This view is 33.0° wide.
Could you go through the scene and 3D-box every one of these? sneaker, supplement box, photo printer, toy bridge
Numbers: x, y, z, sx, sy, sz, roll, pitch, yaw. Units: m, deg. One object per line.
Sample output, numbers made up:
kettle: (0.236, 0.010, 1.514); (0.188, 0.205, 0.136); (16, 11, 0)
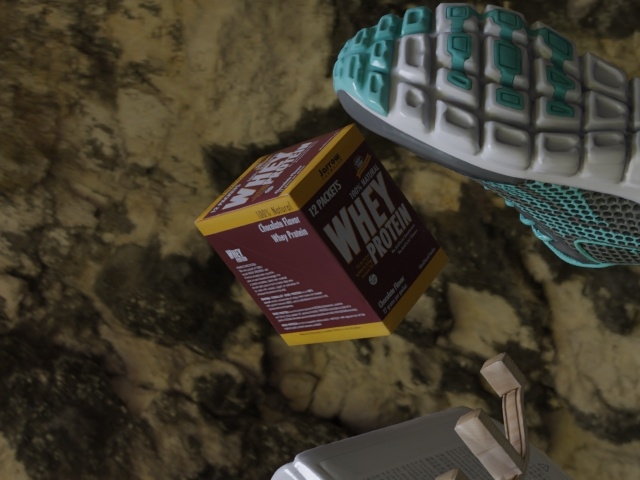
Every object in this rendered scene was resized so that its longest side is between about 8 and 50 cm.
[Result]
sneaker: (0.081, -0.022, 0.355); (0.166, 0.076, 0.065); (18, -127, 1)
supplement box: (0.000, 0.000, 1.221); (0.194, 0.191, 0.129); (53, -125, -17)
photo printer: (0.137, 0.277, 1.028); (0.307, 0.256, 0.107); (-7, -54, -44)
toy bridge: (0.132, 0.159, 0.829); (0.063, 0.026, 0.188); (52, -149, -7)
